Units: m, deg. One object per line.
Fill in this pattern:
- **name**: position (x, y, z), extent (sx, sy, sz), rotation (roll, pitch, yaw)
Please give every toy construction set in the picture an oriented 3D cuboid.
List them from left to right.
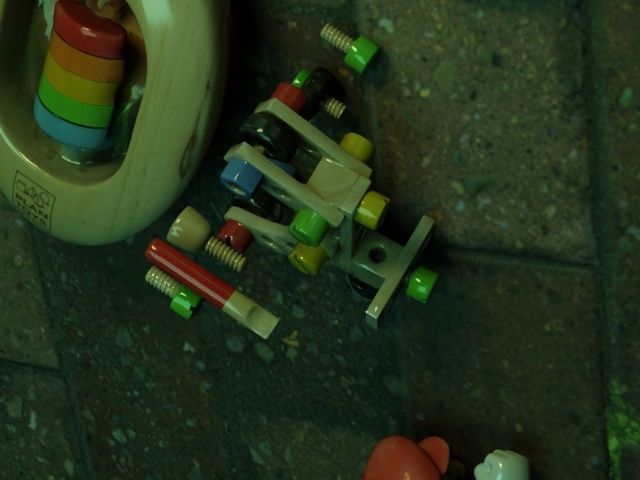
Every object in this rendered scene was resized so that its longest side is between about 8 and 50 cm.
- **toy construction set**: position (0.000, 0.000, 1.561), extent (0.237, 0.309, 0.257), rotation (34, 137, 6)

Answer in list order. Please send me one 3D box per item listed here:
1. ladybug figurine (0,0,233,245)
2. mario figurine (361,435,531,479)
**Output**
- **ladybug figurine**: position (-0.224, -0.190, 1.672), extent (0.305, 0.162, 0.449), rotation (34, 129, 12)
- **mario figurine**: position (0.180, 0.326, 1.756), extent (0.198, 0.170, 0.320), rotation (-43, 101, 5)
